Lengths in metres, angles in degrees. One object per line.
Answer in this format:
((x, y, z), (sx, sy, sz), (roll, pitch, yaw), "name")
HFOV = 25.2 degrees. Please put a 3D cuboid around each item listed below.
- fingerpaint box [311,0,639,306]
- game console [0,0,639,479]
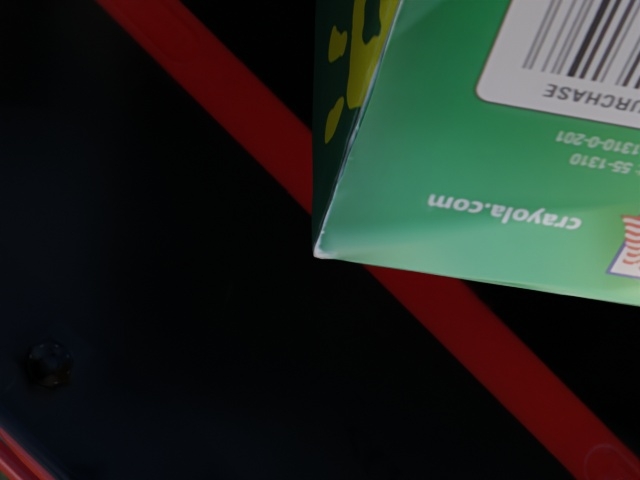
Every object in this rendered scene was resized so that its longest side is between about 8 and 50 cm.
((0.227, -0.144, 0.502), (0.445, 0.371, 0.163), (8, 139, -9), "fingerpaint box")
((0.000, 0.000, 0.652), (0.386, 0.342, 0.060), (45, 160, -4), "game console")
